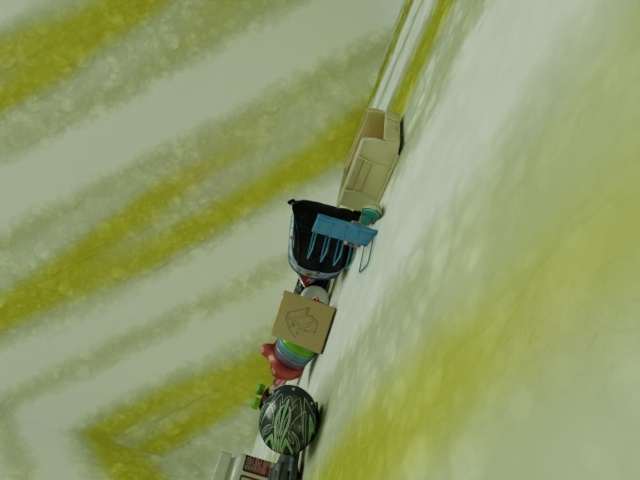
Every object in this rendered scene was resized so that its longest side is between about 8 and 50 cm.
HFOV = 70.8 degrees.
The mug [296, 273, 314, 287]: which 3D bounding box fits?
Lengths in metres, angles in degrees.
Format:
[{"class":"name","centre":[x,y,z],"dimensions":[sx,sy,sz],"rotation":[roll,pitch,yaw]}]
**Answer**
[{"class":"mug","centre":[-0.024,0.088,1.820],"dimensions":[0.150,0.169,0.113],"rotation":[58,172,31]}]

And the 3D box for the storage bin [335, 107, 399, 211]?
[{"class":"storage bin","centre":[0.158,-0.259,1.435],"dimensions":[0.262,0.123,0.260],"rotation":[-76,5,-55]}]

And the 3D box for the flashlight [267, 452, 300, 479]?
[{"class":"flashlight","centre":[-0.095,0.581,1.295],"dimensions":[0.304,0.103,0.103],"rotation":[-79,-18,-59]}]

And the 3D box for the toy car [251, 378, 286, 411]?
[{"class":"toy car","centre":[-0.197,0.692,2.024],"dimensions":[0.188,0.155,0.149],"rotation":[-55,12,33]}]

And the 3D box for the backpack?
[{"class":"backpack","centre":[-0.005,0.010,1.633],"dimensions":[0.213,0.276,0.264],"rotation":[104,175,-63]}]

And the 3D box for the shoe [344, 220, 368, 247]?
[{"class":"shoe","centre":[0.111,-0.015,1.446],"dimensions":[0.178,0.063,0.081],"rotation":[-58,-15,-82]}]

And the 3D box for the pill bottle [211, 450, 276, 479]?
[{"class":"pill bottle","centre":[-0.210,0.716,1.352],"dimensions":[0.121,0.221,0.121],"rotation":[-162,90,-87]}]

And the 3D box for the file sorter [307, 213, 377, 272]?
[{"class":"file sorter","centre":[0.055,0.013,1.267],"dimensions":[0.118,0.170,0.105],"rotation":[117,168,-68]}]

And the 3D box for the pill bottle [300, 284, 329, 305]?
[{"class":"pill bottle","centre":[-0.038,0.261,1.863],"dimensions":[0.215,0.117,0.117],"rotation":[117,170,-71]}]

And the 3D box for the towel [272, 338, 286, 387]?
[{"class":"towel","centre":[-0.146,0.503,2.001],"dimensions":[0.199,0.031,0.275],"rotation":[-49,27,12]}]

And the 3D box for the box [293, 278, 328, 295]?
[{"class":"box","centre":[-0.048,0.223,2.017],"dimensions":[0.184,0.045,0.191],"rotation":[-17,-45,-49]}]

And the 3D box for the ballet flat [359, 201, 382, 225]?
[{"class":"ballet flat","centre":[0.147,-0.087,1.302],"dimensions":[0.052,0.057,0.168],"rotation":[-63,2,-11]}]

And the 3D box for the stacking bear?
[{"class":"stacking bear","centre":[-0.067,0.343,1.637],"dimensions":[0.289,0.164,0.175],"rotation":[-59,40,16]}]

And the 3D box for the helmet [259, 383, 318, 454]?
[{"class":"helmet","centre":[-0.082,0.463,1.168],"dimensions":[0.161,0.169,0.170],"rotation":[71,-146,-69]}]

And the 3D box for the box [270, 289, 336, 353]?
[{"class":"box","centre":[-0.061,0.279,1.547],"dimensions":[0.021,0.201,0.165],"rotation":[22,-95,-68]}]
